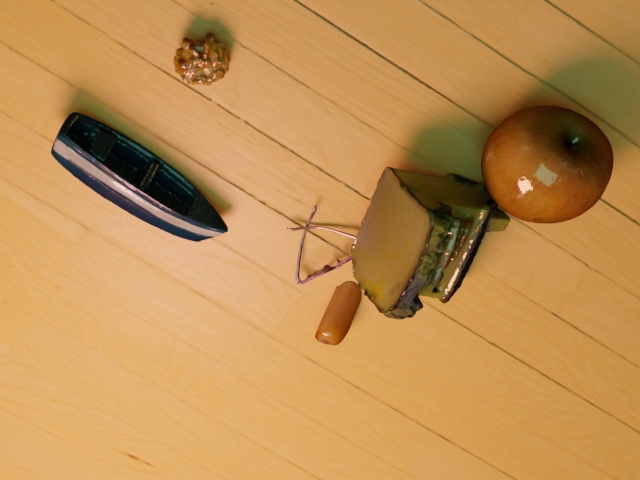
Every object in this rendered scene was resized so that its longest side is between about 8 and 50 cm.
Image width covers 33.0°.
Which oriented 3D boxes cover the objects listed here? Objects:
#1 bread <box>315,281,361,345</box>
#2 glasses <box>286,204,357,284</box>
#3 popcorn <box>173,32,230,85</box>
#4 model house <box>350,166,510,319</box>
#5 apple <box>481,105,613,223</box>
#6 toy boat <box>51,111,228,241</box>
[{"bbox_3d":[0.030,0.124,1.768,0.049,0.103,0.062,25,158,4],"label":"bread"},{"bbox_3d":[0.000,0.000,1.720,0.140,0.062,0.104,-29,88,16],"label":"glasses"},{"bbox_3d":[-0.173,-0.266,1.589,0.082,0.057,0.083,21,112,-7],"label":"popcorn"},{"bbox_3d":[0.183,0.014,1.635,0.211,0.170,0.194,4,119,-33],"label":"model house"},{"bbox_3d":[0.325,-0.108,1.571,0.182,0.182,0.155,27,144,-8],"label":"apple"},{"bbox_3d":[-0.276,-0.084,1.665,0.299,0.096,0.062,34,124,-14],"label":"toy boat"}]
